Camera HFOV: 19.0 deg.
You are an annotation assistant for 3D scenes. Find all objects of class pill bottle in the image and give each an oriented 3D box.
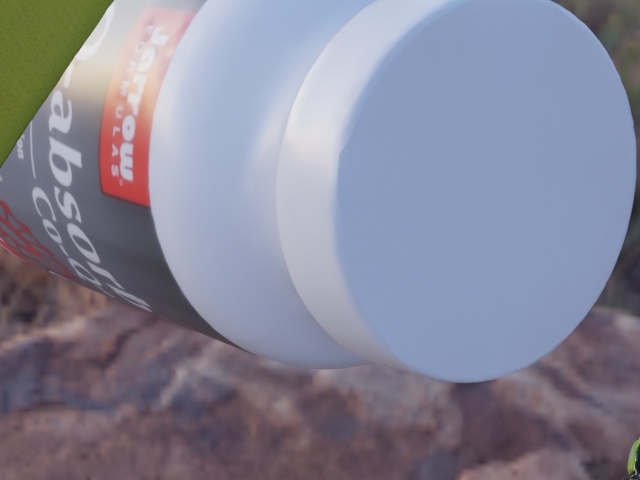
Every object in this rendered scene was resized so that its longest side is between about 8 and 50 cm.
[{"bbox_3d":[-0.028,-0.053,0.956,0.210,0.210,0.363,-15,18,-32],"label":"pill bottle"}]

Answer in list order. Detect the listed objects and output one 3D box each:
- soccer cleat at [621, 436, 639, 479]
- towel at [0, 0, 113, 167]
[{"bbox_3d":[0.166,0.138,0.936,0.179,0.060,0.072,-43,83,-9],"label":"soccer cleat"},{"bbox_3d":[-0.149,-0.028,0.642,0.021,0.102,0.237,21,68,27],"label":"towel"}]
